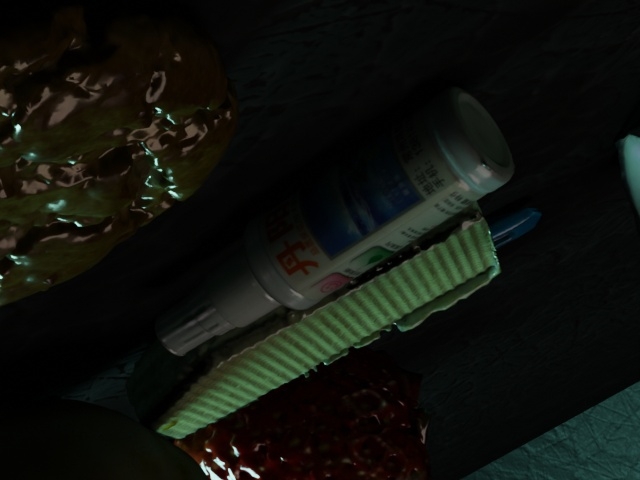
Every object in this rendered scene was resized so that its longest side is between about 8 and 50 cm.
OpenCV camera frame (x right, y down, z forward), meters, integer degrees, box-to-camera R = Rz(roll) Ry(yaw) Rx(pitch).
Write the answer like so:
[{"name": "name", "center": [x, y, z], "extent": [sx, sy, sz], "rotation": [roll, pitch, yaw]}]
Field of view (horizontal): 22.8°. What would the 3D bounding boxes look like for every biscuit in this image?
[{"name": "biscuit", "center": [-0.009, 0.044, 0.992], "extent": [0.252, 0.052, 0.150], "rotation": [-29, 162, 5]}, {"name": "biscuit", "center": [-0.130, -0.017, 0.587], "extent": [0.226, 0.042, 0.226], "rotation": [-24, 165, -7]}]

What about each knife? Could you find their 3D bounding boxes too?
[{"name": "knife", "center": [0.022, 0.047, 1.108], "extent": [0.296, 0.026, 0.044], "rotation": [-27, 154, 2]}]

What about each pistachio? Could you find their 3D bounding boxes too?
[{"name": "pistachio", "center": [-0.203, 0.181, 0.946], "extent": [0.288, 0.166, 0.197], "rotation": [-15, -153, 11]}]

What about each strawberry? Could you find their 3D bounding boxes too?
[{"name": "strawberry", "center": [-0.011, 0.155, 1.167], "extent": [0.201, 0.187, 0.184], "rotation": [16, 162, -19]}]

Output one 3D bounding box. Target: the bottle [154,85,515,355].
[{"name": "bottle", "center": [0.000, 0.000, 0.832], "extent": [0.217, 0.060, 0.060], "rotation": [-35, 164, 24]}]

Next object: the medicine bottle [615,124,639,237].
[{"name": "medicine bottle", "center": [0.387, -0.058, 1.049], "extent": [0.332, 0.190, 0.190], "rotation": [-26, 166, -3]}]
